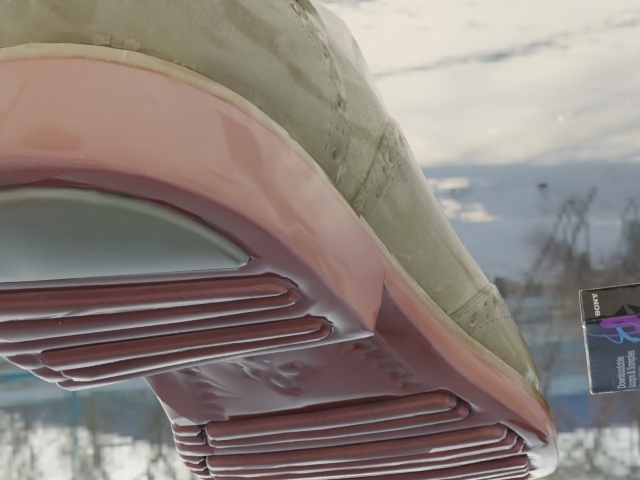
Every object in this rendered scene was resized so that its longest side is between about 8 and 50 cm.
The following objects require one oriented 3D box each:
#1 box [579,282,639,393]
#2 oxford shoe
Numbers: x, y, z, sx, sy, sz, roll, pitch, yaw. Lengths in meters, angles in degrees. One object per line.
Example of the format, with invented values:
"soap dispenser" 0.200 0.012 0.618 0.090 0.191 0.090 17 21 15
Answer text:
"box" 0.256 0.059 0.936 0.162 0.029 0.116 -9 149 8
"oxford shoe" 0.000 0.000 0.495 0.140 0.147 0.397 -8 155 15
